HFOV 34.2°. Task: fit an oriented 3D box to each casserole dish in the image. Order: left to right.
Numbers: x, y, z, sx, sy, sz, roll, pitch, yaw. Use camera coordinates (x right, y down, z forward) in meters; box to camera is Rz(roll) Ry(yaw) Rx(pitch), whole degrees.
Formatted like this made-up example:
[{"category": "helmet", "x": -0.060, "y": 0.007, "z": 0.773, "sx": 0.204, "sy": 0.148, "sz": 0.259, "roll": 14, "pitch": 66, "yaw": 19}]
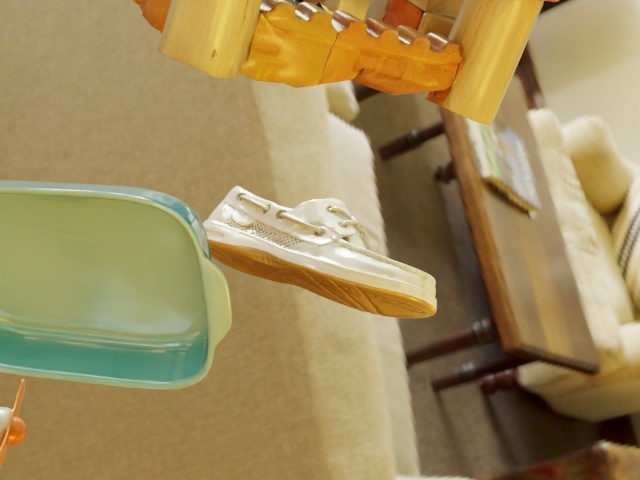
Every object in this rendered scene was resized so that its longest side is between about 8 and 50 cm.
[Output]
[{"category": "casserole dish", "x": -0.131, "y": 0.018, "z": 0.549, "sx": 0.037, "sy": 0.188, "sz": 0.114, "roll": -60, "pitch": 150, "yaw": -58}]

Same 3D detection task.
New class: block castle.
[{"category": "block castle", "x": -0.026, "y": -0.282, "z": 0.804, "sx": 0.303, "sy": 0.212, "sz": 0.453, "roll": 6, "pitch": 26, "yaw": -32}]

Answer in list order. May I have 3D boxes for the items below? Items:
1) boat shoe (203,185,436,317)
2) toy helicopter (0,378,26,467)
[{"category": "boat shoe", "x": 0.000, "y": 0.000, "z": 1.031, "sx": 0.096, "sy": 0.277, "sz": 0.098, "roll": -64, "pitch": 149, "yaw": -15}, {"category": "toy helicopter", "x": -0.481, "y": 0.193, "z": 1.464, "sx": 0.235, "sy": 0.140, "sz": 0.355, "roll": 32, "pitch": 58, "yaw": 7}]
